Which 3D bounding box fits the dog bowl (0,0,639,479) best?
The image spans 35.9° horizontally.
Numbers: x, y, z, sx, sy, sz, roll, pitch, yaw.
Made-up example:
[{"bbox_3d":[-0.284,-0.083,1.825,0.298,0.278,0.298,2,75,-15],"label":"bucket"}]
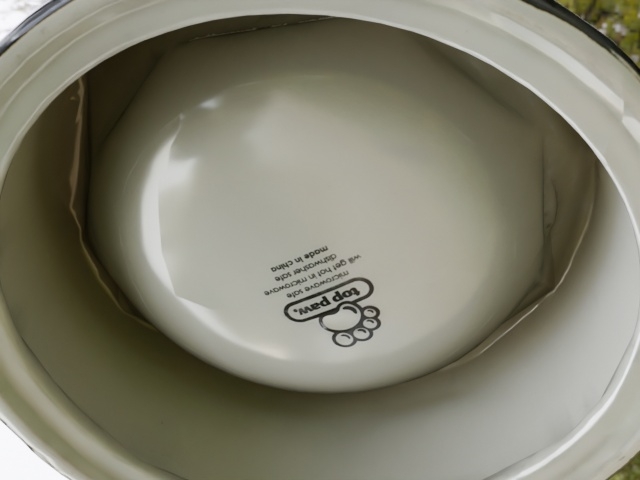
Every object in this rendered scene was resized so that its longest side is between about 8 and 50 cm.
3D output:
[{"bbox_3d":[0.000,0.000,0.567,0.150,0.408,0.408,-84,-14,-54],"label":"dog bowl"}]
